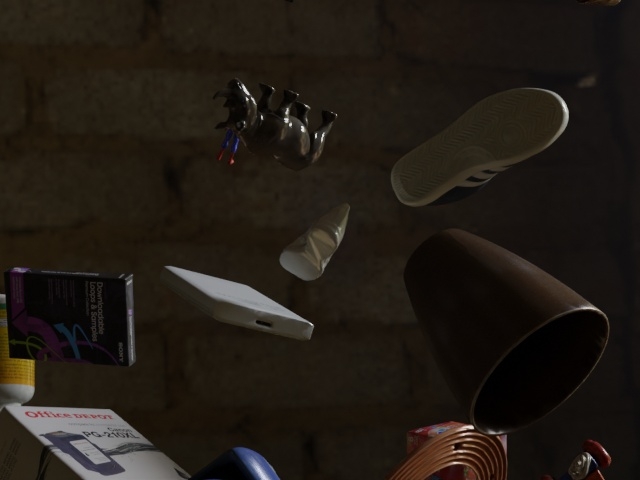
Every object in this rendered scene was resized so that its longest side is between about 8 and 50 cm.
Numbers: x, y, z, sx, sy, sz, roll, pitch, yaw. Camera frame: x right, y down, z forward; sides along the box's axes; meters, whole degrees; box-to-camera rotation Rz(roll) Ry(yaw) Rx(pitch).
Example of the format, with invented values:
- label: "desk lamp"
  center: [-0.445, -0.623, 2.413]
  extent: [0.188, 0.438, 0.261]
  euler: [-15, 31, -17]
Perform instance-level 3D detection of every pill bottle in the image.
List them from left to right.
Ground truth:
- label: "pill bottle"
  center: [-0.508, 0.196, 1.997]
  extent: [0.117, 0.208, 0.117]
  euler: [-2, -13, 0]

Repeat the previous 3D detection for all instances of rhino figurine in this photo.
- label: "rhino figurine"
  center: [-0.075, -0.174, 1.883]
  extent: [0.073, 0.106, 0.243]
  euler: [15, -3, 39]

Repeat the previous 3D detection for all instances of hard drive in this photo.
- label: "hard drive"
  center: [-0.167, 0.118, 2.447]
  extent: [0.203, 0.040, 0.307]
  euler: [16, 3, -28]

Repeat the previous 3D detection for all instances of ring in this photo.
- label: "ring"
  center: [0.136, 0.397, 1.760]
  extent: [0.336, 0.336, 0.032]
  euler: [9, 19, -48]

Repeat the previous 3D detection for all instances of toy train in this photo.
- label: "toy train"
  center: [0.401, 0.373, 1.826]
  extent: [0.105, 0.143, 0.248]
  euler: [-40, -10, 1]

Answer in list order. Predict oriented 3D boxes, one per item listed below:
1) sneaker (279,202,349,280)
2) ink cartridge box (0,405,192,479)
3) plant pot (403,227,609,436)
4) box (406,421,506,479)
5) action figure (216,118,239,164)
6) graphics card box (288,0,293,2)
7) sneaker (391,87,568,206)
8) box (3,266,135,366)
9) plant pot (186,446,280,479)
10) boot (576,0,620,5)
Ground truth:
- label: "sneaker"
  center: [0.000, 0.000, 2.274]
  extent: [0.080, 0.094, 0.212]
  euler: [38, -32, -7]
- label: "ink cartridge box"
  center: [-0.245, 0.283, 1.419]
  extent: [0.237, 0.100, 0.172]
  euler: [31, 11, 36]
- label: "plant pot"
  center: [0.214, 0.097, 1.647]
  extent: [0.215, 0.230, 0.215]
  euler: [-24, -39, -21]
- label: "box"
  center: [0.230, 0.448, 2.157]
  extent: [0.122, 0.257, 0.128]
  euler: [-5, 7, -43]
- label: "action figure"
  center: [-0.151, -0.192, 2.238]
  extent: [0.038, 0.115, 0.030]
  euler: [23, 28, 1]
- label: "graphics card box"
  center: [-0.202, -0.602, 2.474]
  extent: [0.371, 0.233, 0.094]
  euler: [3, -47, -51]
- label: "sneaker"
  center: [0.299, -0.165, 2.287]
  extent: [0.350, 0.131, 0.148]
  euler: [-24, -15, 29]
- label: "box"
  center: [-0.311, 0.095, 1.579]
  extent: [0.162, 0.116, 0.029]
  euler: [2, 15, 10]
- label: "plant pot"
  center: [-0.110, 0.333, 1.135]
  extent: [0.212, 0.236, 0.236]
  euler: [-29, -10, -41]
- label: "boot"
  center: [0.424, -0.506, 2.018]
  extent: [0.207, 0.248, 0.090]
  euler: [12, 1, -35]
